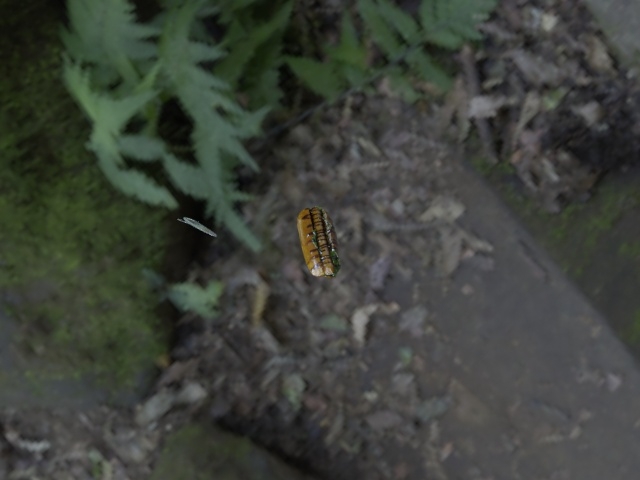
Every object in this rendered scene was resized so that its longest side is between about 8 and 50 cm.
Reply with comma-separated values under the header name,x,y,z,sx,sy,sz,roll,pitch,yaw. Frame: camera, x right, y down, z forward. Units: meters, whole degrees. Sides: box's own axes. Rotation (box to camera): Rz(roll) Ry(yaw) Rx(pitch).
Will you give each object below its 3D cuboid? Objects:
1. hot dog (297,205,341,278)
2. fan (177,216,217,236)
name,x,y,z,sx,sy,sz,roll,pitch,yaw
hot dog,0.000,0.000,1.753,0.122,0.049,0.037,-106,29,-42
fan,-0.198,-0.026,2.176,0.080,0.003,0.060,23,169,19
